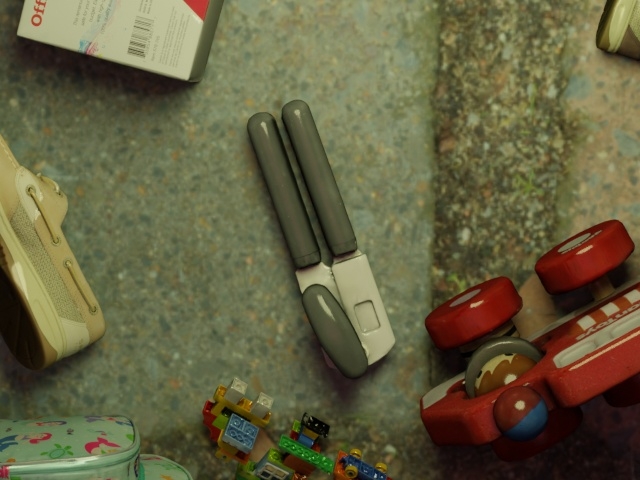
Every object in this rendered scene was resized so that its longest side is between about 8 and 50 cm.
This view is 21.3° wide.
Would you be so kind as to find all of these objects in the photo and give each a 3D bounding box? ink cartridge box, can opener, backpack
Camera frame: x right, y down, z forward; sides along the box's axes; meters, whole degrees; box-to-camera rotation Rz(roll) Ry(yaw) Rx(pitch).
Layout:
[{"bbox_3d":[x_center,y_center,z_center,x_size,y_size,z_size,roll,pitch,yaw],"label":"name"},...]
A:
[{"bbox_3d":[-0.191,-0.239,1.679,0.176,0.127,0.128,16,96,0],"label":"ink cartridge box"},{"bbox_3d":[0.000,0.000,1.712,0.076,0.095,0.283,-19,95,3],"label":"can opener"},{"bbox_3d":[-0.246,0.274,1.686,0.254,0.225,0.191,6,99,-5],"label":"backpack"}]

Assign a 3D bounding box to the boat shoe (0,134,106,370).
[{"bbox_3d":[-0.309,-0.022,1.728,0.098,0.109,0.302,-26,95,-35],"label":"boat shoe"}]

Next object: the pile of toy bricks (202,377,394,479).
[{"bbox_3d":[-0.038,0.247,1.744,0.212,0.118,0.105,30,128,-10],"label":"pile of toy bricks"}]

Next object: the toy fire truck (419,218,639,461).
[{"bbox_3d":[0.233,0.111,1.634,0.302,0.254,0.169,-28,94,4],"label":"toy fire truck"}]

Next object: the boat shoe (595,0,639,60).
[{"bbox_3d":[0.344,-0.283,1.684,0.073,0.080,0.223,22,101,-5],"label":"boat shoe"}]
